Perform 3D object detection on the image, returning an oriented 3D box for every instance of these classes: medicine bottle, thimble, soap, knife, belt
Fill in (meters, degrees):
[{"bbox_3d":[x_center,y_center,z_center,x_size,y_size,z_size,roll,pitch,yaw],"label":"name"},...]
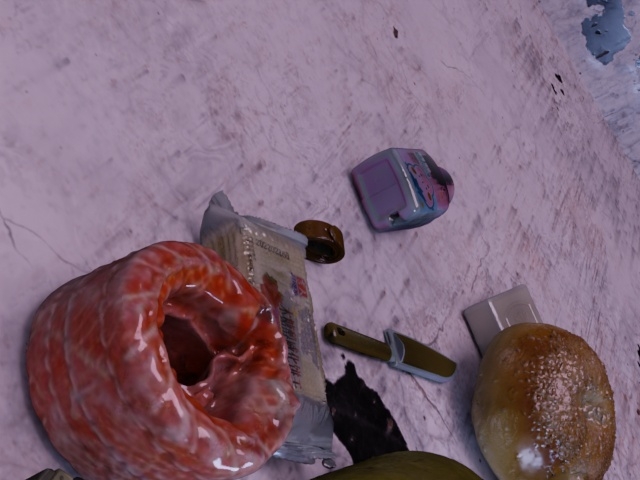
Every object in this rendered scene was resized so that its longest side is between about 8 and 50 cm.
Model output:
[{"bbox_3d":[0.143,-0.081,1.677,0.188,0.094,0.119,-6,71,-59],"label":"medicine bottle"},{"bbox_3d":[-0.144,0.124,0.994,0.239,0.162,0.239,37,39,-37],"label":"thimble"},{"bbox_3d":[0.326,0.152,1.818,0.183,0.064,0.121,-14,80,-59],"label":"soap"},{"bbox_3d":[0.113,0.156,1.514,0.343,0.027,0.061,26,43,-47],"label":"knife"},{"bbox_3d":[0.000,0.000,1.424,0.083,0.059,0.036,29,44,-43],"label":"belt"}]

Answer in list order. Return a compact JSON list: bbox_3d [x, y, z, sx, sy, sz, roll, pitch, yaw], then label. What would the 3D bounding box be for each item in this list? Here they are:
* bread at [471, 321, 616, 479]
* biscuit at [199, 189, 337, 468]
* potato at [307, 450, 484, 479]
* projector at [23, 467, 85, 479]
[{"bbox_3d":[0.368,0.272,1.648,0.305,0.158,0.306,15,70,-48],"label":"bread"},{"bbox_3d":[-0.062,0.108,1.224,0.186,0.079,0.309,26,45,-44],"label":"biscuit"},{"bbox_3d":[0.155,0.363,1.235,0.330,0.212,0.280,64,30,-3],"label":"potato"},{"bbox_3d":[-0.210,0.330,0.807,0.193,0.088,0.269,48,33,-20],"label":"projector"}]
